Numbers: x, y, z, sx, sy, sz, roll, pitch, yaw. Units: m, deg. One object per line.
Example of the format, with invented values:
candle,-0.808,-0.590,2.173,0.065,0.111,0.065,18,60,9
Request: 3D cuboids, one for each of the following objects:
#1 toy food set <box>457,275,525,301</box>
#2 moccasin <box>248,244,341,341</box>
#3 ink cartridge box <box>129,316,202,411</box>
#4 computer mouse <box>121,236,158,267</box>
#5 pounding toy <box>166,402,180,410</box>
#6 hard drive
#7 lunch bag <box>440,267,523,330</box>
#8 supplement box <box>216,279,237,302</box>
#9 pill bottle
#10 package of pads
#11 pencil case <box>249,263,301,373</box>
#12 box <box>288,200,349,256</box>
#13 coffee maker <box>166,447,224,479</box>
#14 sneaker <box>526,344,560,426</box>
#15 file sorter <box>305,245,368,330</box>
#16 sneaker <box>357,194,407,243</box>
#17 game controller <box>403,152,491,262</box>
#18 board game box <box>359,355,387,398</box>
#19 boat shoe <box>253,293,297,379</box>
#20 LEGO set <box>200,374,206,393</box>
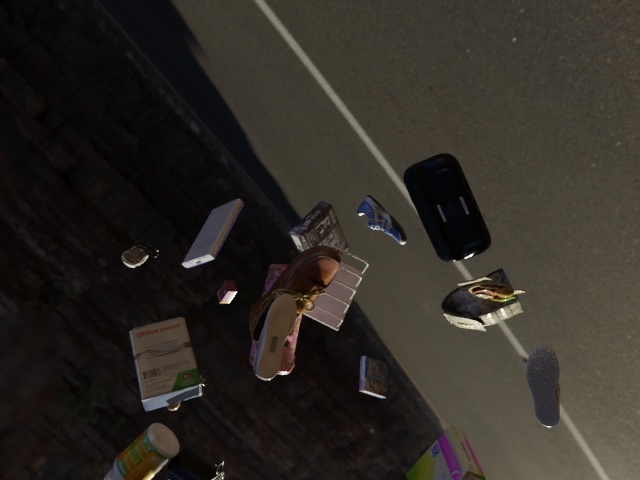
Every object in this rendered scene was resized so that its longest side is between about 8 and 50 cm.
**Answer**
toy food set,0.517,0.158,1.547,0.192,0.038,0.132,18,156,-30
moccasin,-0.081,0.158,1.455,0.139,0.380,0.147,39,-153,-24
ink cartridge box,-0.417,0.328,1.370,0.086,0.153,0.208,104,149,-51
computer mouse,-0.670,0.053,1.856,0.106,0.042,0.193,39,-160,-5
pounding toy,-0.576,0.499,1.905,0.236,0.110,0.183,64,-178,34
hard drive,-0.470,-0.032,2.235,0.210,0.318,0.040,-17,130,41
lunch bag,0.629,0.258,2.013,0.235,0.287,0.168,39,-152,-58
supplement box,-0.365,0.200,1.985,0.083,0.043,0.055,-51,47,37
pill bottle,-0.619,0.761,1.751,0.136,0.246,0.136,46,-179,-1
package of pads,0.457,0.877,1.882,0.101,0.296,0.229,27,-161,-17
pencil case,-0.139,0.270,1.811,0.160,0.385,0.167,12,179,15
box,0.000,0.000,2.484,0.077,0.242,0.307,21,148,41
coffee maker,-0.433,0.809,1.787,0.178,0.171,0.120,23,173,24
sneaker,0.765,0.466,1.736,0.102,0.161,0.281,1,105,29
file sorter,0.054,0.191,2.092,0.193,0.277,0.173,26,159,3
sneaker,0.214,-0.060,1.756,0.211,0.081,0.080,48,-171,17
game controller,0.365,-0.088,1.466,0.319,0.167,0.067,63,-156,-11
board game box,0.138,0.354,1.318,0.090,0.090,0.020,28,144,-35
boat shoe,-0.101,0.205,1.091,0.066,0.184,0.063,17,163,-25
LEGO set,-0.488,0.589,2.063,0.023,0.054,0.083,-103,2,-76
